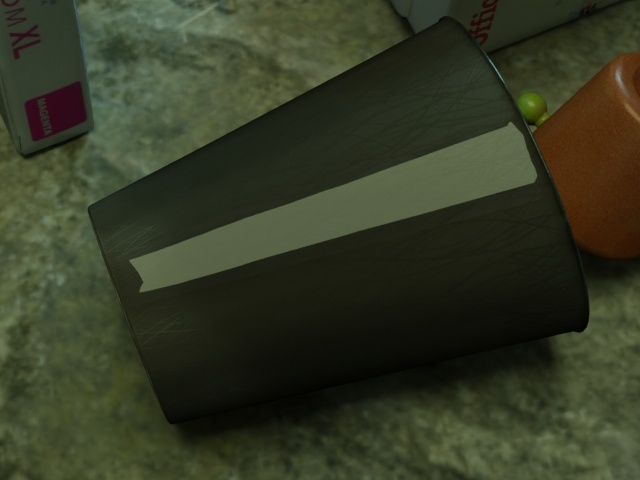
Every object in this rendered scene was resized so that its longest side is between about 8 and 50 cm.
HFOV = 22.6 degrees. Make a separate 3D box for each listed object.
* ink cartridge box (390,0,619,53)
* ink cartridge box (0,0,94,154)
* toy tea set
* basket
[{"bbox_3d":[0.156,-0.271,0.998,0.270,0.198,0.197,-23,70,-12],"label":"ink cartridge box"},{"bbox_3d":[-0.229,-0.229,1.020,0.065,0.186,0.311,-22,57,-16],"label":"ink cartridge box"},{"bbox_3d":[0.226,0.039,0.877,0.200,0.124,0.336,9,47,-26],"label":"toy tea set"},{"bbox_3d":[0.000,0.000,0.877,0.227,0.154,0.204,-20,56,-6],"label":"basket"}]
